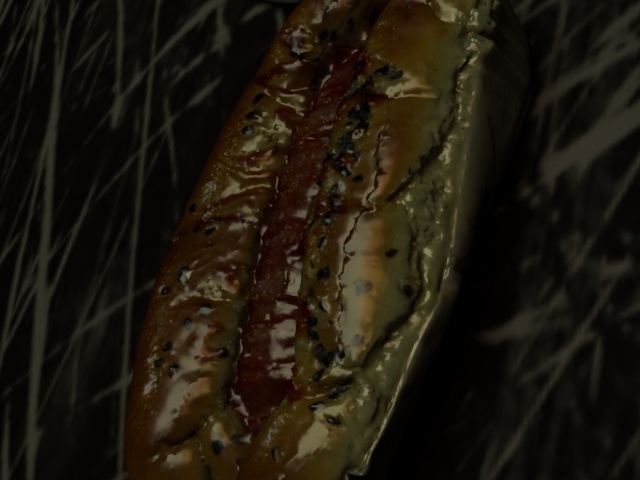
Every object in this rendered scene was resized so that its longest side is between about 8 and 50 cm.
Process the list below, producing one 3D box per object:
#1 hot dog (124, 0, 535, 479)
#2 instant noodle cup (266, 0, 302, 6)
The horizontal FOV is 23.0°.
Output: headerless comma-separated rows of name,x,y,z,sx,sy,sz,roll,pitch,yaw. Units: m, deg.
hot dog,0.000,0.000,0.640,0.144,0.075,0.268,4,70,39
instant noodle cup,-0.014,-0.217,0.748,0.208,0.125,0.177,-12,58,36
